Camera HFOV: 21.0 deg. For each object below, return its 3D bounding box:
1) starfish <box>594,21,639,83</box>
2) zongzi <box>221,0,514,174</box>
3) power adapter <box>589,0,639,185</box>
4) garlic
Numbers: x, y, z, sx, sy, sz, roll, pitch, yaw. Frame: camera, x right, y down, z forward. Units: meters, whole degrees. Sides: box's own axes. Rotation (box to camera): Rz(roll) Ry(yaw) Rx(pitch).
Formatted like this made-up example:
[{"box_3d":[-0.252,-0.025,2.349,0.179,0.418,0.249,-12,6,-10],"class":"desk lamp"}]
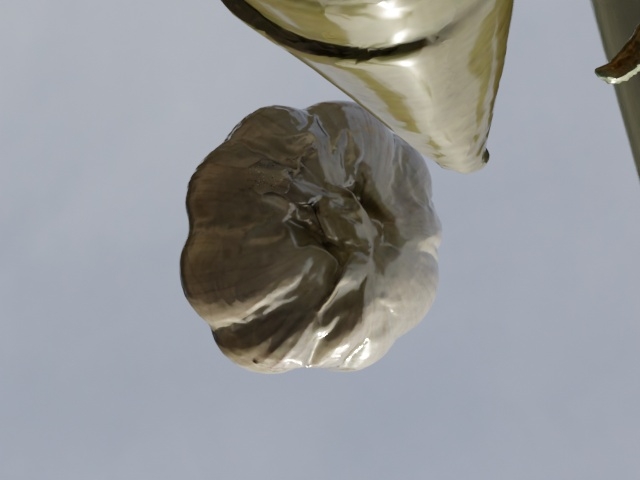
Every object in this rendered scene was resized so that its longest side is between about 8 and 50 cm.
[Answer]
[{"box_3d":[0.169,-0.128,0.691,0.053,0.176,0.208,37,-15,7],"class":"starfish"},{"box_3d":[0.003,-0.332,0.576,0.218,0.467,0.500,6,-111,24],"class":"zongzi"},{"box_3d":[0.276,-0.088,1.021,0.187,0.124,0.255,-11,-78,35],"class":"power adapter"},{"box_3d":[-0.002,-0.003,1.341,0.152,0.227,0.228,3,-86,60],"class":"garlic"}]
